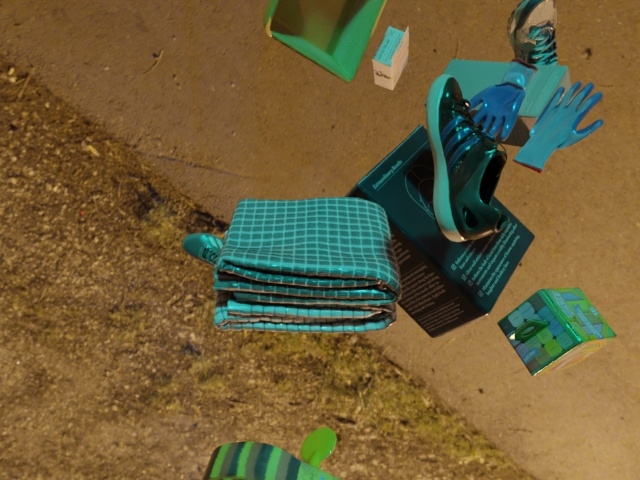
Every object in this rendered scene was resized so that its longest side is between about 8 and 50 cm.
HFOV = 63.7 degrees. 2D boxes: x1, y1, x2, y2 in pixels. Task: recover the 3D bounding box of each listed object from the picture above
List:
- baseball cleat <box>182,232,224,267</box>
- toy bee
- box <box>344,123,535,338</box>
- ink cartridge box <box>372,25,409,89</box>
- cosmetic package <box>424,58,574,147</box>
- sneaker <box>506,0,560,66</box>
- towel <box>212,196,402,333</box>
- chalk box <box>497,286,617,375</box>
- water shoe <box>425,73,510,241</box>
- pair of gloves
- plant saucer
[{"bbox_3d":[-0.230,0.039,1.197,0.206,0.109,0.072,18,101,-3],"label":"baseball cleat"},{"bbox_3d":[0.013,0.322,0.634,0.298,0.195,0.162,27,125,-33],"label":"toy bee"},{"bbox_3d":[0.255,-0.022,1.233,0.395,0.293,0.212,46,145,1],"label":"box"},{"bbox_3d":[0.191,-0.502,1.402,0.062,0.181,0.104,26,85,12],"label":"ink cartridge box"},{"bbox_3d":[0.335,-0.263,0.983,0.127,0.238,0.107,-56,135,-11],"label":"cosmetic package"},{"bbox_3d":[0.477,-0.400,1.113,0.110,0.122,0.283,-23,145,-1],"label":"sneaker"},{"bbox_3d":[-0.023,0.024,0.819,0.284,0.235,0.121,3,125,-3],"label":"towel"},{"bbox_3d":[0.473,0.186,1.057,0.213,0.132,0.132,2,139,-39],"label":"chalk box"},{"bbox_3d":[0.172,-0.099,0.584,0.080,0.202,0.073,-10,165,35],"label":"water shoe"},{"bbox_3d":[0.318,-0.193,0.783,0.159,0.198,0.023,-54,146,1],"label":"pair of gloves"},{"bbox_3d":[0.020,-0.561,1.137,0.333,0.081,0.332,8,108,-54],"label":"plant saucer"}]
